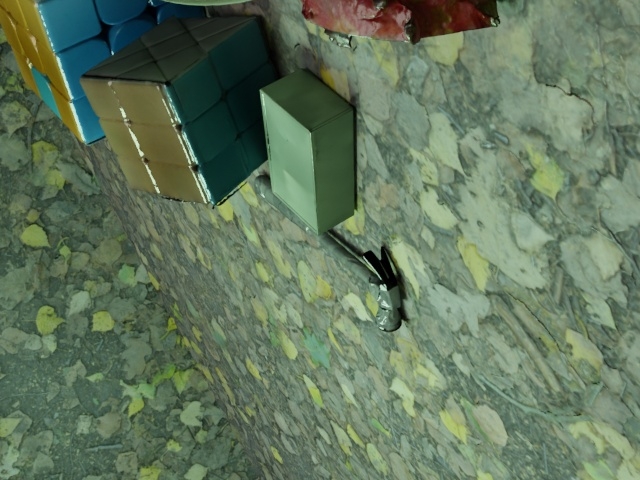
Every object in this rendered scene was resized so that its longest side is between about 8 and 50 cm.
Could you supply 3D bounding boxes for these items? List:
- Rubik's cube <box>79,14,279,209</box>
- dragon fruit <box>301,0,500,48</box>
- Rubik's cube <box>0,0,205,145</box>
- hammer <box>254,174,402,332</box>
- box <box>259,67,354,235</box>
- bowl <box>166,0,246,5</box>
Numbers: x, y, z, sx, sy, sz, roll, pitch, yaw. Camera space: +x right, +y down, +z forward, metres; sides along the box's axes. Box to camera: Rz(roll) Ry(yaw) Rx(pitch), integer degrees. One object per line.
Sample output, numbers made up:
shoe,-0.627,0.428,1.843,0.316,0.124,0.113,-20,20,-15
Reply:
Rubik's cube,-0.209,-0.217,1.518,0.221,0.231,0.225,12,134,40
dragon fruit,0.059,-0.297,0.995,0.274,0.161,0.126,40,153,44
Rubik's cube,-0.396,-0.401,1.671,0.291,0.290,0.292,40,152,39
hammer,0.001,-0.001,1.642,0.427,0.044,0.152,39,149,43
box,-0.015,-0.136,1.450,0.129,0.086,0.225,44,153,33
bowl,-0.136,-0.421,1.169,0.277,0.277,0.145,137,129,-67
